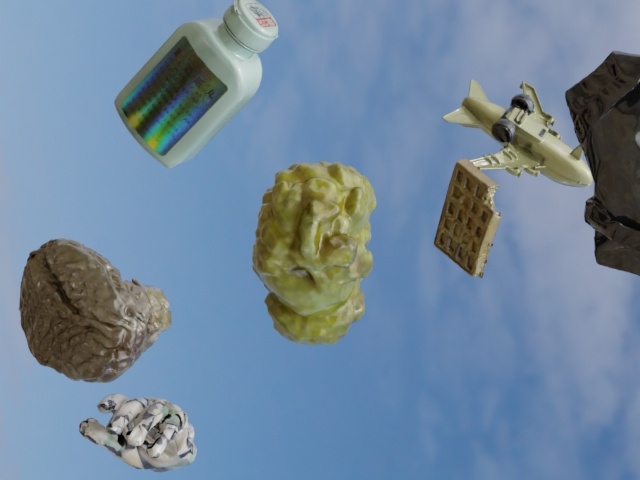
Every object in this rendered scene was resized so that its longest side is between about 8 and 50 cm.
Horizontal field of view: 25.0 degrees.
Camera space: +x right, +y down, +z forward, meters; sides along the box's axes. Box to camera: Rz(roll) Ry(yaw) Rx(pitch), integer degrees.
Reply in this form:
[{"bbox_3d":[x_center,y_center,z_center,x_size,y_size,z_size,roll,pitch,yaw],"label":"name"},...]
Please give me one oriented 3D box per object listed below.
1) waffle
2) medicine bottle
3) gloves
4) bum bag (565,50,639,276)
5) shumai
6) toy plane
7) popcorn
[{"bbox_3d":[0.189,-0.028,1.831,0.092,0.021,0.135,44,-45,38],"label":"waffle"},{"bbox_3d":[-0.147,-0.204,1.791,0.229,0.083,0.121,-43,-97,29],"label":"medicine bottle"},{"bbox_3d":[-0.272,0.281,2.179,0.128,0.111,0.212,10,-32,31],"label":"gloves"},{"bbox_3d":[0.405,-0.096,1.906,0.137,0.074,0.310,-10,-92,29],"label":"bum bag"},{"bbox_3d":[-0.281,0.087,1.876,0.206,0.176,0.166,41,-63,24],"label":"shumai"},{"bbox_3d":[0.314,-0.158,2.220,0.244,0.229,0.092,29,-40,11],"label":"toy plane"},{"bbox_3d":[0.000,0.000,2.109,0.286,0.174,0.225,85,21,-47],"label":"popcorn"}]
